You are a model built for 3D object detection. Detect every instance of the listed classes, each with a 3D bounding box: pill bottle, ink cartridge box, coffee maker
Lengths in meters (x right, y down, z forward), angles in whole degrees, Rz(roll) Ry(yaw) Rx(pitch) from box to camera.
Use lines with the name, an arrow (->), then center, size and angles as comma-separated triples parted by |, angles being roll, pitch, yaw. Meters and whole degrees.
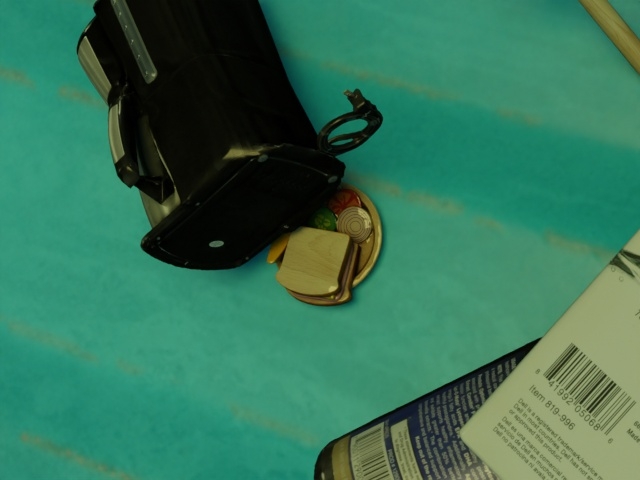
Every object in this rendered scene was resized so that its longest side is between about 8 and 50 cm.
pill bottle -> 0.116, 0.129, 0.961 | 0.219, 0.123, 0.122 | -28, 71, 16
ink cartridge box -> 0.198, 0.072, 0.819 | 0.208, 0.087, 0.153 | -49, 65, 9
coffee maker -> -0.060, -0.096, 1.073 | 0.171, 0.120, 0.178 | -27, 62, 8

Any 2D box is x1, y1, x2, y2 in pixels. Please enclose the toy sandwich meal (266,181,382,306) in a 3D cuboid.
toy sandwich meal -> 0.000, 0.000, 1.084 | 0.086, 0.029, 0.085 | -4, 78, 21

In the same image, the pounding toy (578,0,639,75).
pounding toy -> 0.247, -0.187, 0.999 | 0.270, 0.155, 0.154 | 20, 59, 15
